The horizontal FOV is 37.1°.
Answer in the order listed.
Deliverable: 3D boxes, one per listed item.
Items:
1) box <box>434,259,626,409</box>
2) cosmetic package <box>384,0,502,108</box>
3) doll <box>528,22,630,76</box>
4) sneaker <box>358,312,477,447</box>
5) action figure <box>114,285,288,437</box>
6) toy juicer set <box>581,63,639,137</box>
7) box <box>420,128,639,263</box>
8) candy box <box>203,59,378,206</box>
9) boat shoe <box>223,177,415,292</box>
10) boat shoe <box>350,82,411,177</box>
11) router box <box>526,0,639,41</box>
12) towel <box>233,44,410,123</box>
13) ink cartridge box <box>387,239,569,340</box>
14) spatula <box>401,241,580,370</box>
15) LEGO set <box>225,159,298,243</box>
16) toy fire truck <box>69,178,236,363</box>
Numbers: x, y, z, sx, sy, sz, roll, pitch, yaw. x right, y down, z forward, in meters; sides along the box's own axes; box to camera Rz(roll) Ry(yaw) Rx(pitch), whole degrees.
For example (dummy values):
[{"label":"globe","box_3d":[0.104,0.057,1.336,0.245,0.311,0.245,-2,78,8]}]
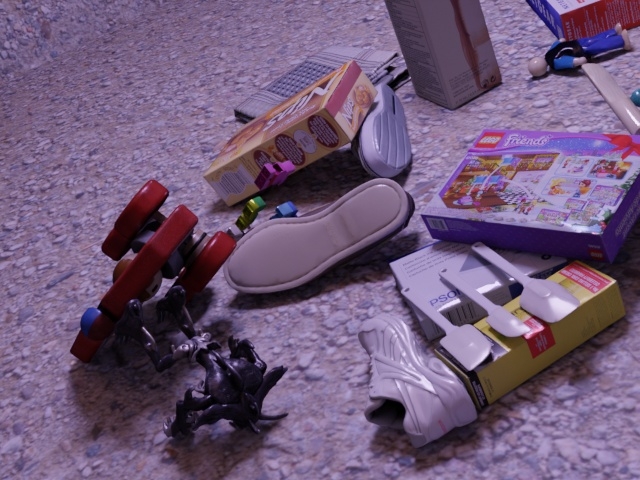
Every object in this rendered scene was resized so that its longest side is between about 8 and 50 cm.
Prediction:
[{"label":"box","box_3d":[0.266,0.116,1.207,0.232,0.058,0.087,-29,28,-11]},{"label":"cosmetic package","box_3d":[0.225,-0.422,1.833,0.129,0.296,0.153,-31,32,-11]},{"label":"doll","box_3d":[0.486,-0.358,1.810,0.189,0.046,0.129,-17,30,8]},{"label":"sneaker","box_3d":[0.091,0.175,1.205,0.115,0.090,0.232,-33,31,-10]},{"label":"action figure","box_3d":[-0.155,0.185,1.307,0.164,0.141,0.275,-31,57,-29]},{"label":"toy juicer set","box_3d":[0.545,-0.162,1.383,0.329,0.089,0.209,6,43,6]},{"label":"box","box_3d":[0.315,-0.071,1.355,0.293,0.057,0.201,10,51,44]},{"label":"candy box","box_3d":[-0.057,-0.198,1.786,0.316,0.087,0.183,-24,25,35]},{"label":"boat shoe","box_3d":[0.000,0.000,1.523,0.324,0.117,0.096,-26,-12,15]},{"label":"boat shoe","box_3d":[0.103,-0.189,1.768,0.094,0.109,0.302,-37,20,25]},{"label":"router box","box_3d":[0.600,-0.539,1.980,0.301,0.082,0.335,-19,31,7]},{"label":"towel","box_3d":[-0.001,-0.332,2.076,0.312,0.056,0.324,-35,34,-20]},{"label":"ink cartridge box","box_3d":[0.218,0.029,1.386,0.223,0.045,0.224,-23,30,-1]},{"label":"spatula","box_3d":[0.211,0.077,1.245,0.168,0.019,0.242,-33,25,-5]},{"label":"LEGO set","box_3d":[-0.078,-0.040,1.617,0.093,0.087,0.227,-26,-19,-41]},{"label":"toy fire truck","box_3d":[-0.281,0.066,1.471,0.254,0.169,0.302,-56,7,-25]}]
